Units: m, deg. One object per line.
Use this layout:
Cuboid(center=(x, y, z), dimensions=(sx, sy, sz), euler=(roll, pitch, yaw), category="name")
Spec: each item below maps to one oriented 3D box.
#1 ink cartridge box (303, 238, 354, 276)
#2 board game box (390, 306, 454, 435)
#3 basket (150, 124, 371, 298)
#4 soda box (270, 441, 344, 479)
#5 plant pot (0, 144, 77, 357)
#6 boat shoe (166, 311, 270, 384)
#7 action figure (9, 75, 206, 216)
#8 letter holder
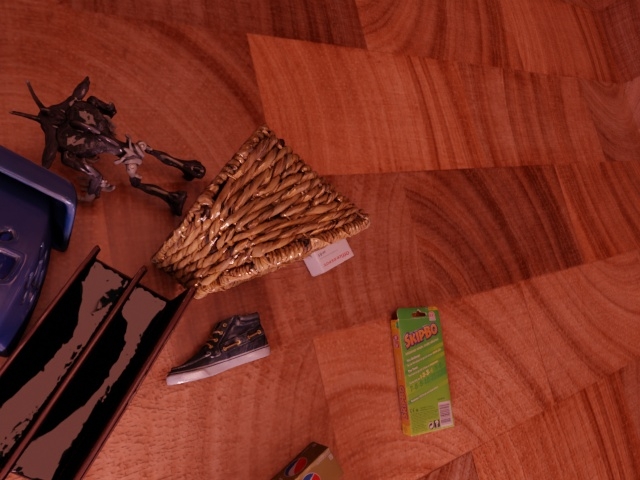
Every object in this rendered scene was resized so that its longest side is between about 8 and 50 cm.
Cuboid(center=(0.000, 0.000, 0.901), dimensions=(0.089, 0.052, 0.122), euler=(-28, 93, -33), category="ink cartridge box")
Cuboid(center=(0.220, 0.276, 0.964), dimensions=(0.124, 0.039, 0.259), euler=(3, 78, -30), category="board game box")
Cuboid(center=(-0.107, 0.012, 0.688), dimensions=(0.223, 0.299, 0.213), euler=(40, 60, -16), category="basket")
Cuboid(center=(-0.051, 0.428, 0.749), dimensions=(0.181, 0.061, 0.058), euler=(-32, 94, -32), category="soda box")
Cuboid(center=(-0.447, -0.004, 0.543), dimensions=(0.236, 0.236, 0.211), euler=(30, 58, -19), category="plant pot")
Cuboid(center=(-0.176, 0.179, 0.748), dimensions=(0.184, 0.065, 0.083), euler=(-11, 80, -38), category="boat shoe")
Cuboid(center=(-0.333, -0.135, 0.698), dimensions=(0.276, 0.141, 0.163), euler=(29, 65, -38), category="action figure")
Cuboid(center=(-0.317, 0.164, 0.576), dimensions=(0.152, 0.214, 0.301), euler=(35, 62, -18), category="letter holder")
